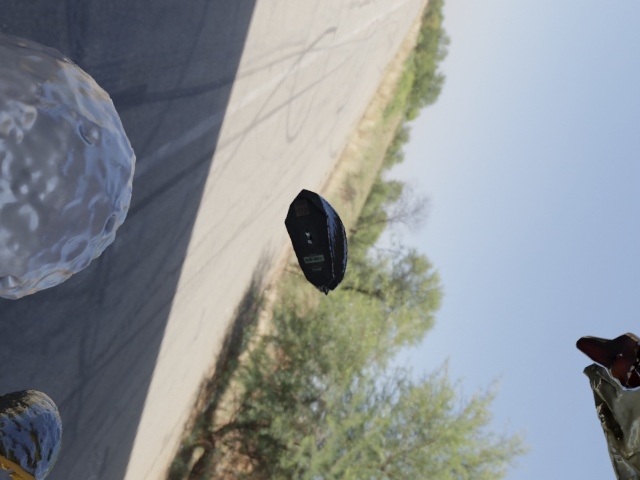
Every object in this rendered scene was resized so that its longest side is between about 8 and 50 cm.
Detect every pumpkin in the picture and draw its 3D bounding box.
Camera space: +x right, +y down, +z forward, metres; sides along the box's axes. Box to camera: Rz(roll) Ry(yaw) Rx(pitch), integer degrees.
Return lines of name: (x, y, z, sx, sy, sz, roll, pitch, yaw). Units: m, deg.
pumpkin: (-0.564, 0.349, 1.197, 0.278, 0.111, 0.163, 62, 38, -43)

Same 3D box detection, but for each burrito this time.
burrito: (0.610, 0.351, 1.168, 0.331, 0.191, 0.135, -73, 159, -54)

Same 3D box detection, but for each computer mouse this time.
computer mouse: (0.000, 0.000, 1.001, 0.057, 0.099, 0.172, -19, 99, -47)

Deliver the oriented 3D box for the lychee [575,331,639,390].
lychee: (0.451, 0.137, 0.455, 0.425, 0.500, 0.424, -12, 104, -56)

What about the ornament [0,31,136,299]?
ornament: (-0.398, -0.098, 0.801, 0.337, 0.337, 0.336, 20, 90, -88)
